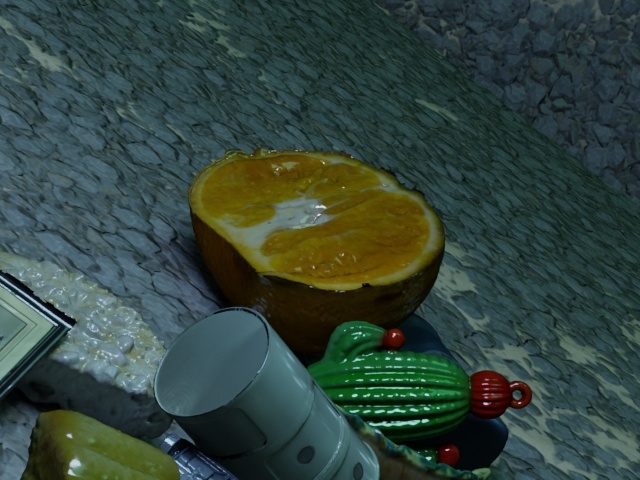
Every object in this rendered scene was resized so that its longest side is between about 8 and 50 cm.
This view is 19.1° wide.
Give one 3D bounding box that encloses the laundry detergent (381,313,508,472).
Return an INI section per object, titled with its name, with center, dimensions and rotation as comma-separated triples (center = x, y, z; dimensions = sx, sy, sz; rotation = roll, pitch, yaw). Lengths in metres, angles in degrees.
[laundry detergent]
center = 0.110, 0.161, 2.259
dimensions = 0.143, 0.094, 0.290
rotation = 19, 21, -29

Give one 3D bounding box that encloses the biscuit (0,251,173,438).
[biscuit]
center = -0.256, 0.090, 1.830
dimensions = 0.281, 0.084, 0.179
rotation = 28, 25, -1

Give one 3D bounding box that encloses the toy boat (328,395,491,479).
[toy boat]
center = 0.060, 0.232, 1.986
dimensions = 0.293, 0.108, 0.099
rotation = 25, 49, -24

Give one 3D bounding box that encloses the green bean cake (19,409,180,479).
[green bean cake]
center = -0.182, 0.267, 1.319
dimensions = 0.124, 0.236, 0.233
rotation = 26, 23, -29

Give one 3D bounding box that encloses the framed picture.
[framed picture]
center = -0.352, 0.074, 1.702
dimensions = 0.199, 0.010, 0.195
rotation = 35, 47, 7

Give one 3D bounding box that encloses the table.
[table]
center = -0.047, 0.176, 1.781
dimensions = 0.220, 0.126, 0.126
rotation = 53, 5, -38

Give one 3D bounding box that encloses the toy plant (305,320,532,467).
[toy plant]
center = 0.094, 0.181, 2.075
dimensions = 0.240, 0.154, 0.088
rotation = 23, 11, -4

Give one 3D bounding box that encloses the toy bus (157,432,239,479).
[toy bus]
center = -0.144, 0.242, 1.650
dimensions = 0.087, 0.098, 0.178
rotation = 36, 22, 9

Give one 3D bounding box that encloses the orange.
[orange]
center = -0.002, 0.004, 2.198
dimensions = 0.274, 0.274, 0.310
rotation = 22, -17, -30
